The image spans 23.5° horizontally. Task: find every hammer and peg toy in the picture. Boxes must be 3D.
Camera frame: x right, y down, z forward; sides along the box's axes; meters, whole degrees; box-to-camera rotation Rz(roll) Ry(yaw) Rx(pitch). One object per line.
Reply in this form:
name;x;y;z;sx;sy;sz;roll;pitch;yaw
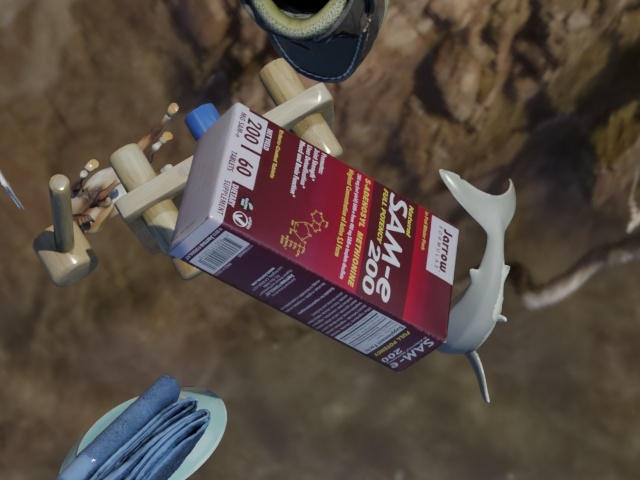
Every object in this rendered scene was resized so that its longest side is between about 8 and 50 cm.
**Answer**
hammer and peg toy;-0.142;-0.045;1.684;0.361;0.266;0.127;-30;81;-5

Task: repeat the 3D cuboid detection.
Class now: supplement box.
supplement box;0.000;0.000;1.308;0.239;0.130;0.073;28;139;-22

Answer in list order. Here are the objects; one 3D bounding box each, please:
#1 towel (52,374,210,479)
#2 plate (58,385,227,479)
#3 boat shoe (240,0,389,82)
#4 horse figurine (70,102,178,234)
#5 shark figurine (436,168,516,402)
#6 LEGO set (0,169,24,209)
towel;-0.092;0.107;0.596;0.029;0.119;0.067;38;136;7
plate;-0.184;0.202;1.555;0.188;0.188;0.024;-10;120;27
boat shoe;-0.010;-0.134;0.763;0.080;0.073;0.223;13;157;7
horse figurine;-0.262;-0.069;1.962;0.066;0.263;0.174;42;134;2
shark figurine;0.132;0.062;1.592;0.116;0.166;0.278;-1;147;-11
LEGO set;-0.392;-0.131;1.580;0.060;0.244;0.182;-31;73;-7
